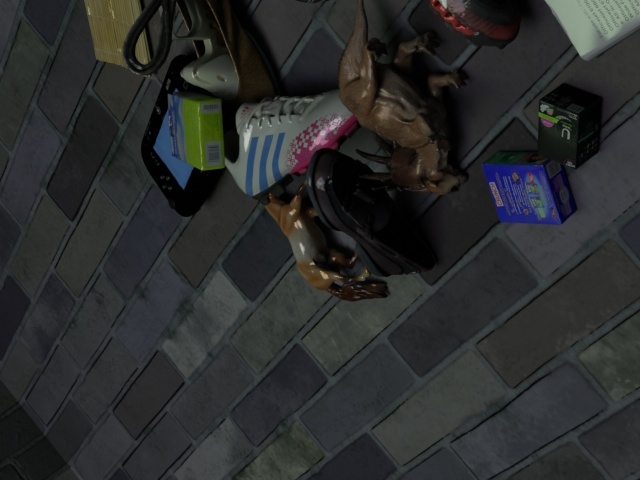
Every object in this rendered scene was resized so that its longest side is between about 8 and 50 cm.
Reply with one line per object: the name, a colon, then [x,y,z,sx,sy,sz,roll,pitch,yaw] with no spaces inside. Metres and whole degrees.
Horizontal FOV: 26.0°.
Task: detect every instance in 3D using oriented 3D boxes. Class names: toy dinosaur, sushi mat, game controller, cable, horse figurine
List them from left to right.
sushi mat: [-0.353,-0.427,2.314,0.151,0.019,0.316,25,136,37]
cable: [-0.210,-0.377,1.996,0.139,0.287,0.072,40,-176,-4]
game controller: [-0.227,-0.174,2.339,0.166,0.067,0.319,47,144,11]
horse figurine: [0.000,0.000,2.218,0.174,0.066,0.263,-27,94,48]
toy dinosaur: [0.094,-0.177,1.893,0.295,0.127,0.200,52,144,0]

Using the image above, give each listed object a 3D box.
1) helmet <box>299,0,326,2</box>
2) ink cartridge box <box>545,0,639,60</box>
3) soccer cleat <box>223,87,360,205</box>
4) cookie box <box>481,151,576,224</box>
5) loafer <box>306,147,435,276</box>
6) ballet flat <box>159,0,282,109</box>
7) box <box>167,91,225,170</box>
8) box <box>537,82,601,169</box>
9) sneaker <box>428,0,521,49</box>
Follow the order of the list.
helmet: [-0.013,-0.393,1.810,0.161,0.169,0.169,41,146,44]
ink cartridge box: [0.380,-0.324,1.341,0.129,0.223,0.307,56,146,-2]
soccer cleat: [-0.050,-0.166,2.061,0.143,0.116,0.331,48,140,-7]
cookie box: [0.277,-0.071,1.845,0.107,0.040,0.091,5,123,48]
loafer: [0.080,-0.039,2.002,0.095,0.109,0.302,6,155,30]
ballet flat: [-0.174,-0.316,2.101,0.116,0.124,0.342,3,121,49]
box: [-0.195,-0.174,2.161,0.178,0.042,0.109,-154,59,-67]
box: [0.311,-0.142,1.732,0.062,0.052,0.083,28,139,35]
sneaker: [0.167,-0.362,1.675,0.276,0.098,0.135,57,148,-2]
